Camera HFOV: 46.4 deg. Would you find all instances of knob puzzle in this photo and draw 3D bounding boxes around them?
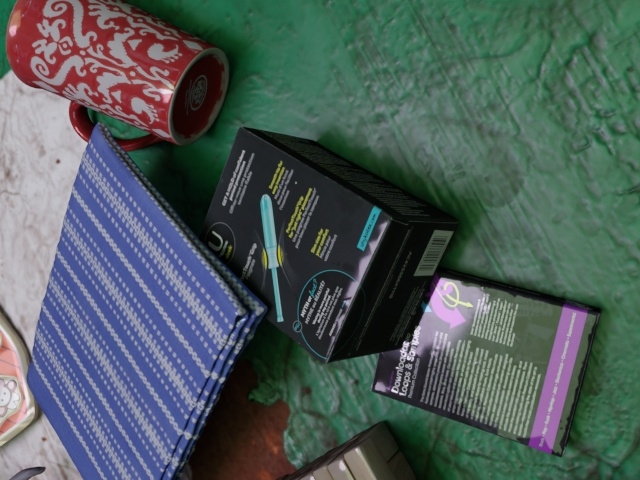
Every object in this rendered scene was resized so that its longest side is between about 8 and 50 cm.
[{"bbox_3d":[-0.401,0.158,0.819,0.213,0.030,0.213,0,86,6],"label":"knob puzzle"}]

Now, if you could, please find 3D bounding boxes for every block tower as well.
[{"bbox_3d":[-0.054,0.277,0.668,0.335,0.097,0.091,-35,81,26],"label":"block tower"}]

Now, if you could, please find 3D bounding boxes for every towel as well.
[{"bbox_3d":[-0.178,0.099,0.679,0.243,0.040,0.336,46,127,27],"label":"towel"}]

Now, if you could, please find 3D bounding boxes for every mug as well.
[{"bbox_3d":[-0.174,-0.152,0.686,0.169,0.150,0.113,25,69,16],"label":"mug"}]

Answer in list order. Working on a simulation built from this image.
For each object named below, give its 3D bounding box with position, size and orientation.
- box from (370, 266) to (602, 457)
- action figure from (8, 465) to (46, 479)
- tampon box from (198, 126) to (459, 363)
[{"bbox_3d":[0.127,0.089,0.597,0.162,0.029,0.116,15,100,22],"label":"box"},{"bbox_3d":[-0.401,0.419,0.804,0.341,0.178,0.331,-10,82,23],"label":"action figure"},{"bbox_3d":[0.000,0.000,0.589,0.161,0.101,0.121,34,109,33],"label":"tampon box"}]
